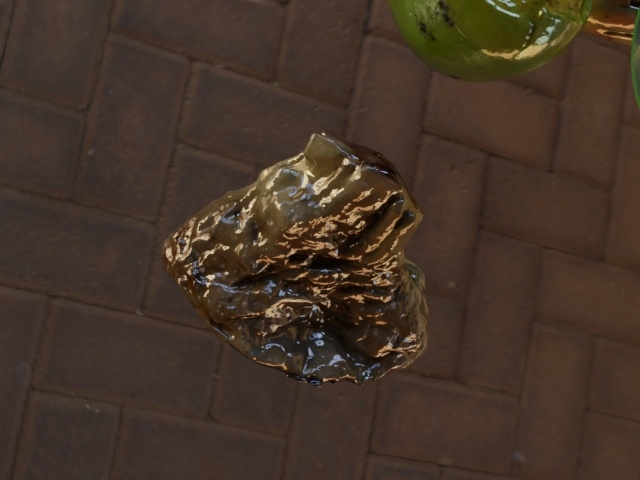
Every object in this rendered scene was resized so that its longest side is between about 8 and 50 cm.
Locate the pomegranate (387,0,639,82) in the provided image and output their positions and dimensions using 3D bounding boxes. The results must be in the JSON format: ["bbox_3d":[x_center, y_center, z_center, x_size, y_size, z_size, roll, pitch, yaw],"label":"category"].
[{"bbox_3d":[0.218,-0.269,1.022,0.302,0.236,0.236,9,85,-16],"label":"pomegranate"}]

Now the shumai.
[{"bbox_3d":[0.001,-0.003,1.164,0.346,0.217,0.283,17,114,-11],"label":"shumai"}]

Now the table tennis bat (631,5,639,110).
[{"bbox_3d":[0.310,-0.170,0.802,0.039,0.257,0.160,-10,59,-11],"label":"table tennis bat"}]
